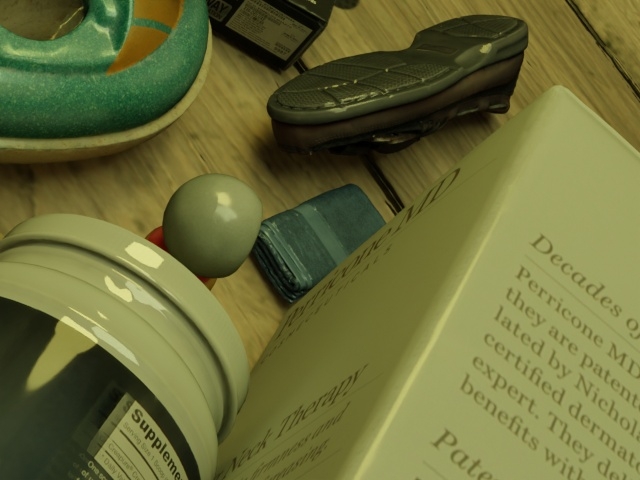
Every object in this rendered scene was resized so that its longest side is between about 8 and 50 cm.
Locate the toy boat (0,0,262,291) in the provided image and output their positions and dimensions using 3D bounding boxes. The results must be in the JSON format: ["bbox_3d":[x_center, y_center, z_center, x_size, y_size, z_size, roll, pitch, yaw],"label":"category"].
[{"bbox_3d":[-0.148,-0.098,0.879,0.267,0.148,0.318,-20,75,-41],"label":"toy boat"}]

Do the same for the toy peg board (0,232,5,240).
[{"bbox_3d":[-0.288,0.026,0.767,0.161,0.079,0.161,46,46,-23],"label":"toy peg board"}]

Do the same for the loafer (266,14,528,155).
[{"bbox_3d":[0.078,-0.113,1.085,0.302,0.109,0.095,-28,124,-41],"label":"loafer"}]

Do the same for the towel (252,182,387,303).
[{"bbox_3d":[0.000,0.000,1.003,0.119,0.029,0.067,-26,79,-41],"label":"towel"}]

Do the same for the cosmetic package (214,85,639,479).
[{"bbox_3d":[0.097,0.201,0.739,0.327,0.329,0.394,40,47,-7],"label":"cosmetic package"}]

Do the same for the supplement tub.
[{"bbox_3d":[-0.170,0.133,0.648,0.191,0.191,0.272,40,48,-7],"label":"supplement tub"}]

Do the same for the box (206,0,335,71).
[{"bbox_3d":[-0.115,-0.315,1.087,0.307,0.076,0.242,29,50,-17],"label":"box"}]
